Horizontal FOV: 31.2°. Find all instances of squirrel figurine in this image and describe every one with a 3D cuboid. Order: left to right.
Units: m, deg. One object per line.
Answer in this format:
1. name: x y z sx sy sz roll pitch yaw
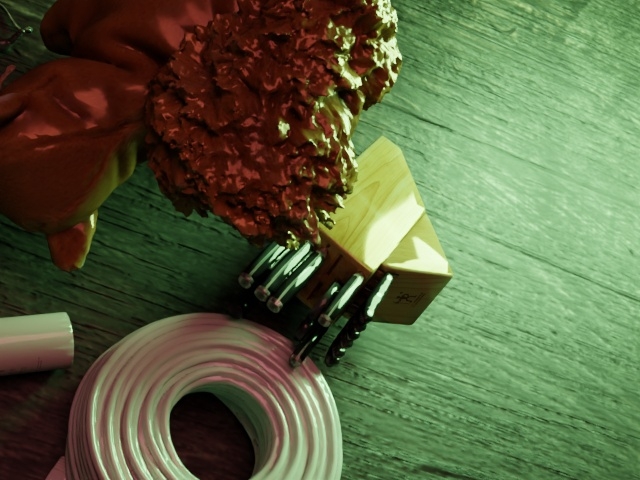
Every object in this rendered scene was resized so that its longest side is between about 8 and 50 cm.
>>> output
1. squirrel figurine: -0.136 -0.140 1.068 0.397 0.281 0.370 21 49 40

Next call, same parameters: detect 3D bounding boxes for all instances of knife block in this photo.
1. knife block: 0.000 0.000 1.162 0.242 0.088 0.275 10 45 -31

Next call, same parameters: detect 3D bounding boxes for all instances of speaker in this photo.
1. speaker: -0.296 0.098 1.048 0.136 0.055 0.055 -5 64 -26

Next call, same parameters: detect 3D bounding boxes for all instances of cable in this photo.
1. cable: -0.104 0.185 1.063 0.257 0.089 0.257 22 55 -12

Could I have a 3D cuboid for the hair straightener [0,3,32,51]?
1. hair straightener: -0.416 -0.259 1.204 0.230 0.047 0.089 13 58 -18
